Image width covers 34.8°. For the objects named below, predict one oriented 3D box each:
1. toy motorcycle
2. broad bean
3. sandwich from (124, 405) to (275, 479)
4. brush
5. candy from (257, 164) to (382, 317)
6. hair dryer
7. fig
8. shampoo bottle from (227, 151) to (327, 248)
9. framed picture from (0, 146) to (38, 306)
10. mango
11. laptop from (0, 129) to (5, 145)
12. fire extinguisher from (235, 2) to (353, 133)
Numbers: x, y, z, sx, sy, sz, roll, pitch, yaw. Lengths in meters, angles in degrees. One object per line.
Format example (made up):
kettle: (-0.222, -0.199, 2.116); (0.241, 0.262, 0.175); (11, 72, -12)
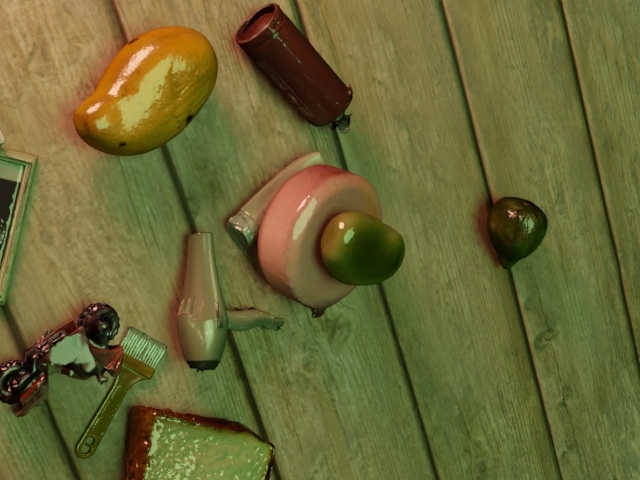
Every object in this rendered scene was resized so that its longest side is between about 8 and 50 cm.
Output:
toy motorcycle: (-0.379, 0.189, 1.525); (0.212, 0.084, 0.118); (-35, 116, -21)
broad bean: (0.068, 0.015, 1.708); (0.174, 0.082, 0.124); (13, 99, -40)
sandwich: (-0.218, 0.431, 1.660); (0.271, 0.099, 0.301); (23, 77, -41)
brush: (-0.323, 0.246, 1.617); (0.082, 0.010, 0.218); (37, 73, -34)
candy: (0.000, 0.000, 1.752); (0.255, 0.094, 0.255); (-24, 125, -40)
hair dryer: (-0.159, 0.082, 1.696); (0.225, 0.088, 0.219); (-26, 106, -46)
fig: (0.387, -0.010, 2.072); (0.123, 0.123, 0.156); (-2, 125, -37)
shampoo bottle: (-0.070, -0.071, 1.753); (0.212, 0.049, 0.072); (-45, 132, -24)
framed picture: (-0.549, -0.042, 1.414); (0.293, 0.018, 0.231); (14, 86, -38)
mango: (-0.266, -0.225, 1.558); (0.262, 0.109, 0.157); (-40, 126, -22)
laptop: (-0.573, -0.159, 1.363); (0.269, 0.015, 0.187); (-35, 109, -35)
fire extinguisher: (-0.025, -0.279, 1.745); (0.269, 0.105, 0.104); (45, 68, -31)
